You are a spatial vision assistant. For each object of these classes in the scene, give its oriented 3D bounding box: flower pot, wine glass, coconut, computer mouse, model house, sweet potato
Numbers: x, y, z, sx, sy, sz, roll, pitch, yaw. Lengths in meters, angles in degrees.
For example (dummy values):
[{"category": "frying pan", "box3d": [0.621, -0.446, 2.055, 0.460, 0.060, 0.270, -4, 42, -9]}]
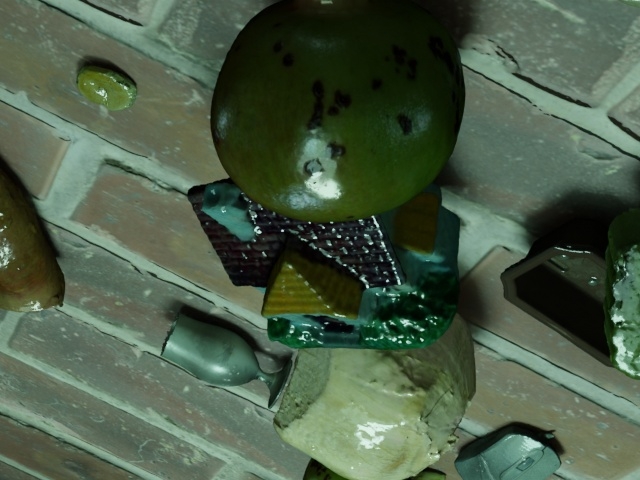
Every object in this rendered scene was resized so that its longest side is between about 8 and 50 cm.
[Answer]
[{"category": "flower pot", "box3d": [0.368, 0.061, 1.880, 0.251, 0.084, 0.179, 33, 145, -16]}, {"category": "wine glass", "box3d": [-0.153, 0.189, 2.334, 0.202, 0.093, 0.093, 26, 146, -8]}, {"category": "coconut", "box3d": [0.088, 0.196, 2.044, 0.254, 0.297, 0.297, 20, 147, 5]}, {"category": "computer mouse", "box3d": [0.299, 0.364, 2.357, 0.113, 0.068, 0.229, 31, 145, -18]}, {"category": "model house", "box3d": [0.000, 0.000, 1.808, 0.280, 0.230, 0.248, -3, 163, 30]}, {"category": "sweet potato", "box3d": [-0.483, -0.017, 2.185, 0.131, 0.131, 0.337, 8, 145, 19]}]

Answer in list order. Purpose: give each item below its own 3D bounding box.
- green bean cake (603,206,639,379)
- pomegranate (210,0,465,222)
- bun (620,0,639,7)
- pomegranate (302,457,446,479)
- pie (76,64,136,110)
[{"category": "green bean cake", "box3d": [0.441, 0.056, 1.723, 0.214, 0.113, 0.200, -3, 115, 2]}, {"category": "pomegranate", "box3d": [0.034, -0.180, 1.578, 0.290, 0.291, 0.323, 21, 115, 1]}, {"category": "bun", "box3d": [0.322, -0.368, 1.195, 0.359, 0.211, 0.360, 12, 134, 13]}, {"category": "pomegranate", "box3d": [0.085, 0.432, 2.484, 0.211, 0.263, 0.211, 22, 118, 49]}, {"category": "pie", "box3d": [-0.281, -0.201, 1.915, 0.084, 0.020, 0.084, 13, 148, 9]}]
